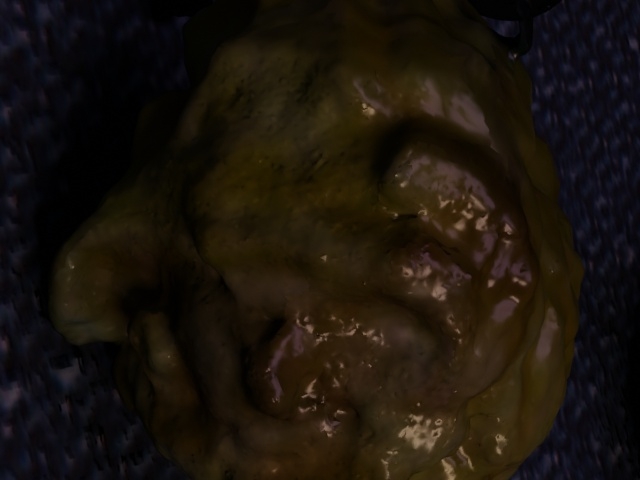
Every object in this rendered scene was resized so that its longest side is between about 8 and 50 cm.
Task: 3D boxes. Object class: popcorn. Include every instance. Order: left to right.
[{"bbox_3d":[0.011,-0.002,0.525,0.173,0.142,0.173,7,81,-52],"label":"popcorn"}]

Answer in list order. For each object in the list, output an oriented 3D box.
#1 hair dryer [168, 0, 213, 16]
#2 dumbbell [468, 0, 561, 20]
[{"bbox_3d":[-0.028,-0.193,0.601,0.195,0.078,0.248,2,89,-51],"label":"hair dryer"},{"bbox_3d":[0.077,-0.128,0.697,0.069,0.069,0.147,59,42,-23],"label":"dumbbell"}]
